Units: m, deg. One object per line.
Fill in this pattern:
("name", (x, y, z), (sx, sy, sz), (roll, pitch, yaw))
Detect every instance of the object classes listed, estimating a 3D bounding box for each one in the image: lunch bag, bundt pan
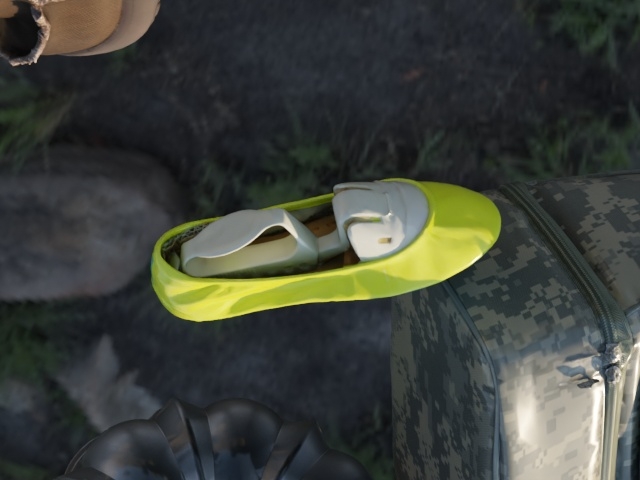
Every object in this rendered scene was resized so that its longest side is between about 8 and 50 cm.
("lunch bag", (0.201, 0.101, 1.274), (0.256, 0.212, 0.305), (-15, 126, -16))
("bundt pan", (-0.080, 0.263, 1.332), (0.330, 0.331, 0.124), (16, 154, -1))

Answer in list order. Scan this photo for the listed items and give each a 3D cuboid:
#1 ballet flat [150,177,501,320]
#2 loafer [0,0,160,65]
("ballet flat", (0.000, 0.000, 1.114), (0.231, 0.077, 0.077), (-12, 145, 6))
("loafer", (-0.144, -0.166, 0.799), (0.130, 0.134, 0.366), (-19, 174, -17))
